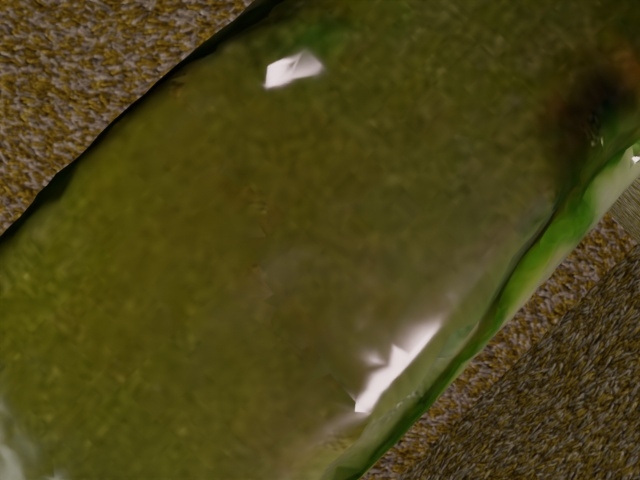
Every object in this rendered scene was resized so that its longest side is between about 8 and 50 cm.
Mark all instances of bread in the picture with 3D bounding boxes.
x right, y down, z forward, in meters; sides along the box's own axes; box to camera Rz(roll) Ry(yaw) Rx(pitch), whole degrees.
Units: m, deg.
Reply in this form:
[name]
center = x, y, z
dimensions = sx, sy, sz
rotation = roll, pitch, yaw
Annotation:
[bread]
center = 0.000, 0.000, 0.524
dimensions = 0.129, 0.366, 0.382
rotation = 44, -152, 4
